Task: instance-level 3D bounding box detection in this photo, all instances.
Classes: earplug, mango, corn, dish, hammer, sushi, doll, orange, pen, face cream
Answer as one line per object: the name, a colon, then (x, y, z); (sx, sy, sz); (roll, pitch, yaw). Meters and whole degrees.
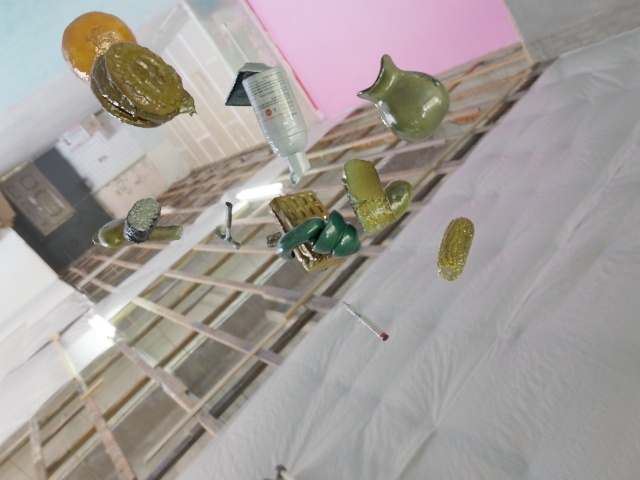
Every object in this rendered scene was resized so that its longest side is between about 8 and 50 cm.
earplug: (-0.003, 0.007, 1.780); (0.164, 0.280, 0.257); (-63, 173, -71)
mango: (-0.666, -0.022, 1.725); (0.136, 0.099, 0.227); (-5, -168, 1)
corn: (0.440, 0.014, 1.685); (0.101, 0.101, 0.310); (-21, -161, 37)
dish: (-0.270, -0.618, 2.011); (0.181, 0.080, 0.243); (-6, 166, -26)
hammer: (-0.305, -0.057, 1.687); (0.029, 0.103, 0.246); (-56, 171, -30)
sushi: (-0.532, -0.060, 1.539); (0.150, 0.090, 0.078); (-85, -160, -46)
doll: (-0.142, -0.038, 2.548); (0.091, 0.202, 0.286); (-49, -169, 50)
orange: (-0.733, -0.638, 1.727); (0.246, 0.246, 0.246); (-32, -160, 13)
pen: (0.139, 0.253, 1.660); (0.026, 0.026, 0.218); (-41, -135, -12)
face cream: (-0.120, -0.370, 1.699); (0.145, 0.370, 0.145); (-20, -166, 5)

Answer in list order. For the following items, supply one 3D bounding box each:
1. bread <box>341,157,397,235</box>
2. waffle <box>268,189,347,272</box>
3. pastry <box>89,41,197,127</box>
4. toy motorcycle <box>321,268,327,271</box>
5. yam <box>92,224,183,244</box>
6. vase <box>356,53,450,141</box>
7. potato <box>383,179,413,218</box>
bread: (0.151, -0.145, 1.711); (0.124, 0.257, 0.186); (-23, 170, 0)
waffle: (-0.039, -0.043, 1.993); (0.224, 0.328, 0.098); (-16, 152, -41)
pastry: (-0.483, -0.410, 1.373); (0.132, 0.240, 0.235); (-32, 171, 33)
toy motorcycle: (0.008, 0.109, 2.525); (0.190, 0.106, 0.074); (144, -46, -59)
yam: (-0.660, -0.019, 1.869); (0.317, 0.067, 0.071); (-3, 174, -1)
vase: (0.293, -0.521, 1.863); (0.241, 0.302, 0.329); (-54, -169, 23)
potato: (0.377, -0.206, 2.655); (0.248, 0.169, 0.143); (-56, 168, -13)
